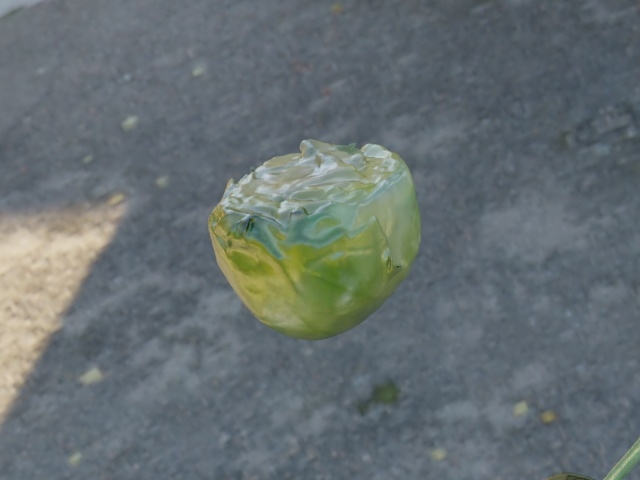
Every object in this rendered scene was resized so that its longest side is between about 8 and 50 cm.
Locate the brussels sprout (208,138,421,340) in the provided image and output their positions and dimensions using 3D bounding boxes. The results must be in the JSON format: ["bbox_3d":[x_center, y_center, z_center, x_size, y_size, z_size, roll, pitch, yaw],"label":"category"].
[{"bbox_3d":[0.000,0.005,1.004,0.149,0.122,0.151,-1,29,21],"label":"brussels sprout"}]

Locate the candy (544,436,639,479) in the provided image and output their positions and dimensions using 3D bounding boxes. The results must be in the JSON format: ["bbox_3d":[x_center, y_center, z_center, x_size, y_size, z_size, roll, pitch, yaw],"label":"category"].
[{"bbox_3d":[0.156,0.111,0.724,0.061,0.202,0.061,11,48,-12],"label":"candy"}]
